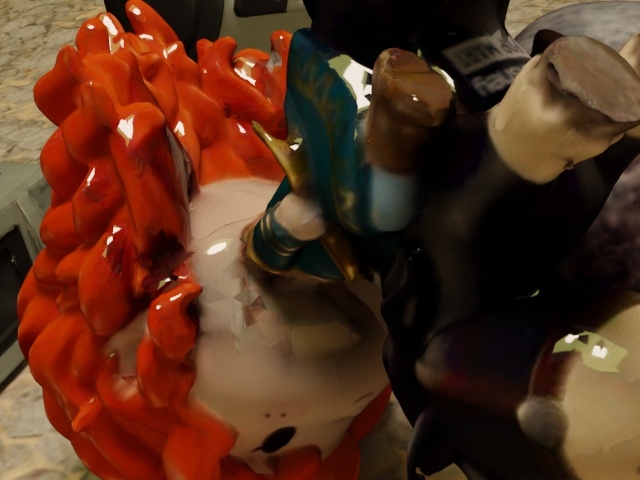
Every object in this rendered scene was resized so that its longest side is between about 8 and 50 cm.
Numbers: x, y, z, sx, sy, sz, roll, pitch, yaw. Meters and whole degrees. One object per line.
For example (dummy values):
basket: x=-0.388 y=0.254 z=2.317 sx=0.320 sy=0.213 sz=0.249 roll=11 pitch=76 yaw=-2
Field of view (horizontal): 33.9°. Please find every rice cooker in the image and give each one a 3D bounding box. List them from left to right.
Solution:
rice cooker: x=-0.117 y=-0.286 z=1.105 sx=0.227 sy=0.280 sz=0.241 roll=-15 pitch=30 yaw=-35

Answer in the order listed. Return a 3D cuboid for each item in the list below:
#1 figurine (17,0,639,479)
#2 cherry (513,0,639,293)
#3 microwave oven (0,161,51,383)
figurine: x=0.010 y=0.003 z=0.522 sx=0.412 sy=0.306 sz=0.241 roll=-12 pitch=20 yaw=44
cherry: x=0.196 y=-0.027 z=0.642 sx=0.296 sy=0.218 sz=0.255 roll=15 pitch=36 yaw=16
microwave oven: x=-0.293 y=0.041 z=0.782 sx=0.162 sy=0.122 sz=0.208 roll=5 pitch=35 yaw=26
